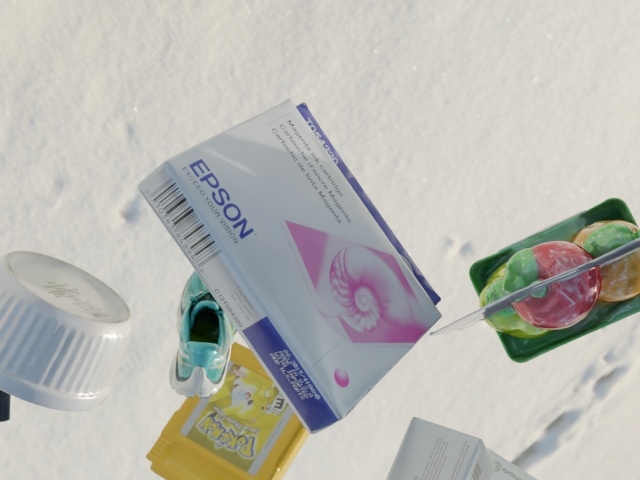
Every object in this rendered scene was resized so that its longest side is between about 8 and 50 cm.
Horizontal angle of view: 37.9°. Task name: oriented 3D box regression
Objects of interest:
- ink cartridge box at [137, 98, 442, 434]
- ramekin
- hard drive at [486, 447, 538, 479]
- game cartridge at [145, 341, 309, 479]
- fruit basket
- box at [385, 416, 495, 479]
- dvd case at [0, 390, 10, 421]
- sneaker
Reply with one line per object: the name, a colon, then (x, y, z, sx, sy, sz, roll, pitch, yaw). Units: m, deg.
ink cartridge box: (0.000, 0.000, 1.078, 0.071, 0.324, 0.330, -34, -178, 42)
ramekin: (-0.322, 0.099, 1.107, 0.207, 0.207, 0.109, 22, 102, -44)
hard drive: (0.277, 0.562, 1.632, 0.353, 0.233, 0.047, -49, 132, -13)
game cartridge: (-0.174, 0.390, 1.923, 0.323, 0.285, 0.052, -56, 147, -20)
fruit basket: (0.311, 0.040, 1.205, 0.327, 0.165, 0.353, -27, 163, 15)
box: (0.132, 0.270, 1.042, 0.101, 0.087, 0.102, -63, 150, -24)
dvd case: (-0.534, 0.143, 1.501, 0.022, 0.253, 0.180, -7, 127, -28)
sneaker: (-0.169, 0.119, 1.432, 0.107, 0.275, 0.110, 7, 123, -8)
